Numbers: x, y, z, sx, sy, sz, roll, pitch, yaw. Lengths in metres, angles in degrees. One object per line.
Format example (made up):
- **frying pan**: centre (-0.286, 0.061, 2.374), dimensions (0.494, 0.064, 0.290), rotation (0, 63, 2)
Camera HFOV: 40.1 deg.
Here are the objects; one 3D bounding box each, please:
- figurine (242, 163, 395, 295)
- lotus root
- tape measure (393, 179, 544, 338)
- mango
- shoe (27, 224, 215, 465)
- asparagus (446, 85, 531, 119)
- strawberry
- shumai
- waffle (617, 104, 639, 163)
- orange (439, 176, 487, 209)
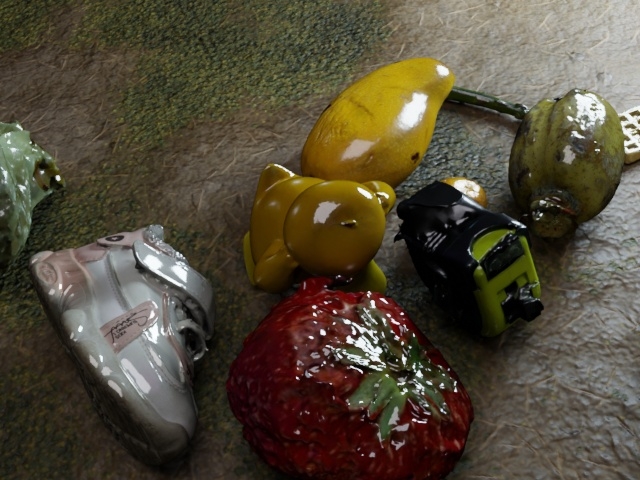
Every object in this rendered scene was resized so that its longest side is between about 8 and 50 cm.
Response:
- **figurine**: centre (-0.006, -0.006, 1.129), dimensions (0.215, 0.215, 0.228), rotation (-32, 39, -18)
- **lotus root**: centre (0.336, -0.094, 1.210), dimensions (0.154, 0.154, 0.278), rotation (9, 51, 16)
- **tape measure**: centre (0.188, 0.037, 1.087), dimensions (0.112, 0.186, 0.199), rotation (-36, 38, -8)
- **mango**: centre (0.087, -0.165, 1.324), dimensions (0.177, 0.120, 0.295), rotation (21, 54, 34)
- **shoe**: centre (-0.223, 0.104, 1.102), dimensions (0.198, 0.172, 0.351), rotation (-28, 53, -19)
- **asparagus**: centre (0.275, -0.215, 1.396), dimensions (0.236, 0.027, 0.034), rotation (23, 61, 25)
- **strawberry**: centre (0.020, 0.178, 0.984), dimensions (0.274, 0.220, 0.274), rotation (24, 36, -19)
- **shumai**: centre (-0.508, -0.043, 1.306), dimensions (0.260, 0.222, 0.225), rotation (-44, 81, 10)
- **waffle**: centre (0.492, -0.170, 1.330), dimensions (0.135, 0.021, 0.092), rotation (-22, 51, -12)
- **orange**: centre (0.193, -0.051, 1.239), dimensions (0.083, 0.070, 0.083), rotation (6, 46, -7)
